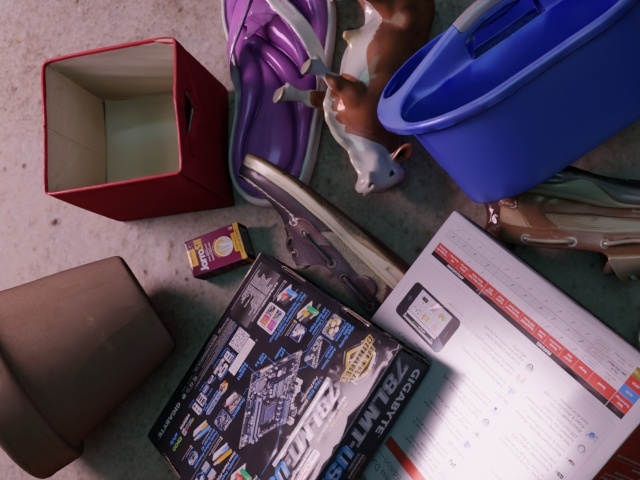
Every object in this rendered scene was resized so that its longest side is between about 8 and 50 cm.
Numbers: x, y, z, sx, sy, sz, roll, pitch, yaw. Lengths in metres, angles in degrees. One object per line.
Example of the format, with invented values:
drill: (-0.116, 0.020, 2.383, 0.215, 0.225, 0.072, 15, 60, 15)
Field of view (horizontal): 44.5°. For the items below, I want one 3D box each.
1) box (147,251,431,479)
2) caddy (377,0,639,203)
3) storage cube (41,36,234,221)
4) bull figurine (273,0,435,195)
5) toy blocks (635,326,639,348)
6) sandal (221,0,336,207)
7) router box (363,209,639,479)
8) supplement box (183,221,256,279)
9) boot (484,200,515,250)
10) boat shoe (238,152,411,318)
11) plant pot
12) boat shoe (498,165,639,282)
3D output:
box: (-0.054, 0.196, 0.944, 0.293, 0.073, 0.295, 29, 87, 48)
caddy: (0.229, -0.206, 0.900, 0.341, 0.241, 0.179, -34, 117, 6)
storage cube: (-0.241, -0.140, 1.058, 0.215, 0.193, 0.184, -8, 79, 13)
bull figurine: (0.057, -0.214, 1.024, 0.101, 0.188, 0.310, -6, 64, 58)
toy blocks: (0.417, 0.086, 0.877, 0.123, 0.148, 0.054, -44, 73, 3)
sandal: (-0.064, -0.255, 1.078, 0.169, 0.102, 0.416, -6, 81, 13)
router box: (0.174, 0.174, 0.856, 0.301, 0.082, 0.335, -53, 42, 9)
supplement box: (-0.139, 0.015, 1.082, 0.083, 0.043, 0.055, -21, 77, 10)
boot: (0.209, -0.018, 1.008, 0.106, 0.037, 0.114, 24, 91, 19)
boat shoe: (0.000, 0.000, 1.003, 0.285, 0.103, 0.092, 38, 97, -3)
plant pot: (-0.324, 0.136, 1.019, 0.229, 0.263, 0.263, -32, 74, -11)
boat shoe: (0.370, -0.013, 0.932, 0.324, 0.123, 0.116, 14, 103, 12)
